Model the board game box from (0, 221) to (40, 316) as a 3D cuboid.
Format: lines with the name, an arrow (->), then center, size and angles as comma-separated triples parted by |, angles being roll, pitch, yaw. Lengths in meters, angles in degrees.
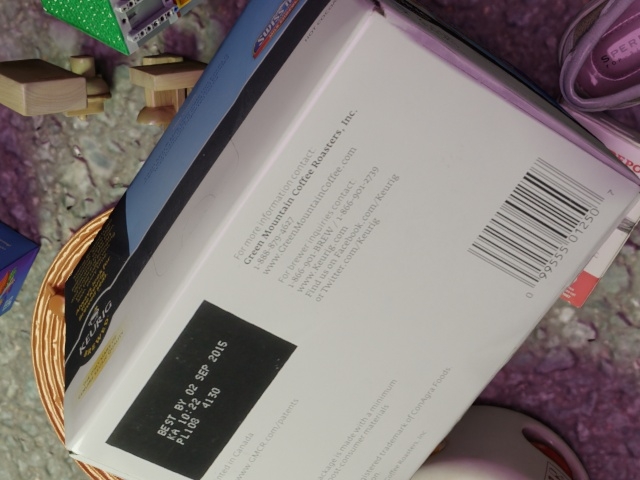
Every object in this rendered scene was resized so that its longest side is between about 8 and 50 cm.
board game box -> -0.445, -0.022, 1.011 | 0.347, 0.233, 0.078 | 32, 112, 4

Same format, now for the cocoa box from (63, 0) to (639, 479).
cocoa box -> 0.000, 0.000, 0.852 | 0.231, 0.228, 0.347 | 29, 107, -24

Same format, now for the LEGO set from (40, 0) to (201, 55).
LEGO set -> -0.161, -0.292, 0.816 | 0.331, 0.192, 0.255 | 25, 148, 42

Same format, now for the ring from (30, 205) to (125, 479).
ring -> -0.108, 0.120, 1.076 | 0.337, 0.032, 0.336 | 5, 108, 14

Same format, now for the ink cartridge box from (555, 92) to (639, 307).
ink cartridge box -> 0.195, -0.033, 0.935 | 0.099, 0.056, 0.135 | 30, 112, 4

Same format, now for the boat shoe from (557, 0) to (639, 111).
boat shoe -> 0.303, -0.194, 0.831 | 0.320, 0.103, 0.118 | -33, 96, 21

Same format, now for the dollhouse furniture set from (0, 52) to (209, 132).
dollhouse furniture set -> -0.173, -0.079, 0.966 | 0.151, 0.144, 0.123 | -11, 110, -29

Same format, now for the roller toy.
roller toy -> 0.129, 0.243, 0.989 | 0.191, 0.146, 0.209 | 3, 107, 13
